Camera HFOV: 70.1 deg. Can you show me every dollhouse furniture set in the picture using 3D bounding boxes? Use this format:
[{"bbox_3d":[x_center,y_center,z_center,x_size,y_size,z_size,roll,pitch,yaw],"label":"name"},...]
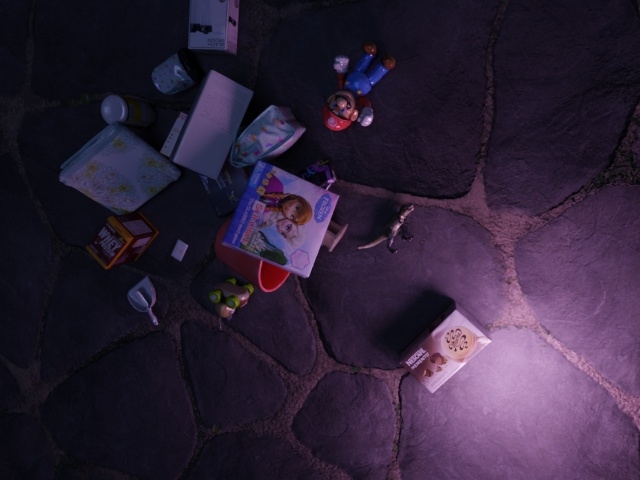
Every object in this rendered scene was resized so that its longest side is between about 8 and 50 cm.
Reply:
[{"bbox_3d":[0.000,0.000,1.760,0.130,0.129,0.183,30,129,9],"label":"dollhouse furniture set"}]

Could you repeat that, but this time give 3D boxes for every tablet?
[{"bbox_3d":[-0.612,0.043,1.980,0.054,0.006,0.083,31,106,8],"label":"tablet"}]

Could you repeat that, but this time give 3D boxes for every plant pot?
[{"bbox_3d":[-0.252,0.030,1.758,0.243,0.275,0.274,23,104,22],"label":"plant pot"}]

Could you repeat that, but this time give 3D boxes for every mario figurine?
[{"bbox_3d":[0.120,-0.530,1.597,0.320,0.170,0.198,-55,48,9],"label":"mario figurine"}]

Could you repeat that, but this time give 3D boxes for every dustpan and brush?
[{"bbox_3d":[-0.774,0.283,2.034,0.147,0.060,0.211,-37,88,17],"label":"dustpan and brush"}]

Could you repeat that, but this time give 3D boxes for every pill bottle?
[{"bbox_3d":[-0.758,-0.509,1.822,0.118,0.215,0.117,2,99,15],"label":"pill bottle"}]

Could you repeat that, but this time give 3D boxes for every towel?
[{"bbox_3d":[-0.813,-0.276,1.849,0.375,0.321,0.090,-30,48,21],"label":"towel"}]

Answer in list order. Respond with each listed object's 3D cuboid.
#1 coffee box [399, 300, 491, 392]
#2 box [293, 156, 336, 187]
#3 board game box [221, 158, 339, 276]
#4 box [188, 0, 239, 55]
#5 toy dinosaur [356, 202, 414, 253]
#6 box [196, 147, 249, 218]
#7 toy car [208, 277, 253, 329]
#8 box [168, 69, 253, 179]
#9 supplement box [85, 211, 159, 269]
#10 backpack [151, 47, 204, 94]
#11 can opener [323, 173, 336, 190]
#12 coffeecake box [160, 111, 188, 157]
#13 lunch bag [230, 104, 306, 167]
[{"bbox_3d":[0.453,0.391,1.683,0.168,0.119,0.297,43,107,4],"label":"coffee box"},{"bbox_3d":[-0.025,-0.237,1.728,0.162,0.029,0.115,-26,51,18],"label":"box"},{"bbox_3d":[-0.135,-0.075,1.585,0.318,0.066,0.318,23,77,-12],"label":"board game box"},{"bbox_3d":[-0.403,-0.866,1.735,0.169,0.087,0.289,9,101,14],"label":"box"},{"bbox_3d":[0.270,-0.022,1.702,0.268,0.064,0.118,-44,79,19],"label":"toy dinosaur"},{"bbox_3d":[-0.380,-0.231,1.844,0.184,0.059,0.232,-25,91,17],"label":"box"},{"bbox_3d":[-0.377,0.274,1.883,0.149,0.155,0.188,18,113,12],"label":"toy car"},{"bbox_3d":[-0.408,-0.415,1.679,0.169,0.215,0.344,23,91,-24],"label":"box"},{"bbox_3d":[-0.837,-0.003,1.936,0.129,0.194,0.191,45,107,5],"label":"supplement box"},{"bbox_3d":[-0.570,-0.657,1.801,0.182,0.115,0.151,-25,94,20],"label":"backpack"},{"bbox_3d":[-0.003,-0.185,1.751,0.059,0.073,0.186,45,98,13],"label":"can opener"},{"bbox_3d":[-0.530,-0.398,1.826,0.143,0.068,0.185,26,89,15],"label":"coffeecake box"},{"bbox_3d":[-0.206,-0.373,1.687,0.262,0.223,0.160,-36,98,18],"label":"lunch bag"}]
